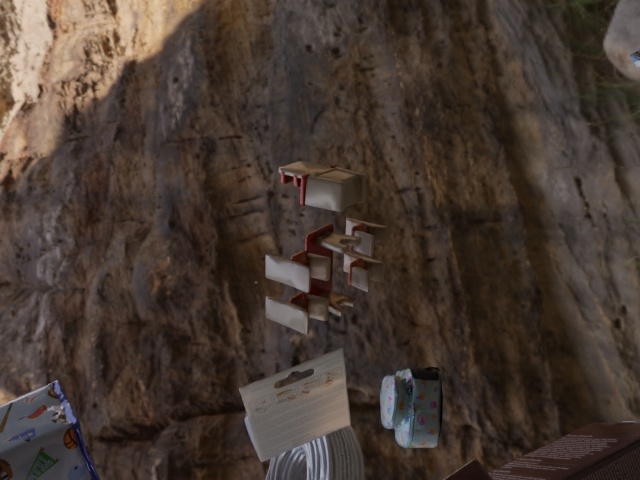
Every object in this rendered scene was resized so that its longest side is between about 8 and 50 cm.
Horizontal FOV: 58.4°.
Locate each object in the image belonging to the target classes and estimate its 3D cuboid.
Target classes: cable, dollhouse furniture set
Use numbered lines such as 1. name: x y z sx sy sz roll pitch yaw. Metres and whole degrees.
1. cable: -0.016 0.422 0.980 0.257 0.089 0.257 -24 53 61
2. dollhouse furniture set: 0.000 0.000 1.016 0.262 0.135 0.259 -27 -55 -51

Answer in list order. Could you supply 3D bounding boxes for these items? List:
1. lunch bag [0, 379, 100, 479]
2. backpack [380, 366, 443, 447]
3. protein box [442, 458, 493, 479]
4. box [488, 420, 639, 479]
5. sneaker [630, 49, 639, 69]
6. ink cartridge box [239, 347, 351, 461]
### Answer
1. lunch bag: -0.634 0.559 1.213 0.327 0.239 0.386 -20 -61 -29
2. backpack: 0.222 0.409 1.394 0.166 0.144 0.188 120 147 -73
3. protein box: 0.120 0.358 0.542 0.136 0.201 0.200 50 168 50
4. box: 0.473 0.458 1.057 0.191 0.381 0.143 -37 69 62
5. sneaker: 0.555 -0.277 0.920 0.190 0.071 0.083 -19 -86 -48
6. ink cartridge box: -0.035 0.217 0.784 0.045 0.145 0.179 -125 21 -48
